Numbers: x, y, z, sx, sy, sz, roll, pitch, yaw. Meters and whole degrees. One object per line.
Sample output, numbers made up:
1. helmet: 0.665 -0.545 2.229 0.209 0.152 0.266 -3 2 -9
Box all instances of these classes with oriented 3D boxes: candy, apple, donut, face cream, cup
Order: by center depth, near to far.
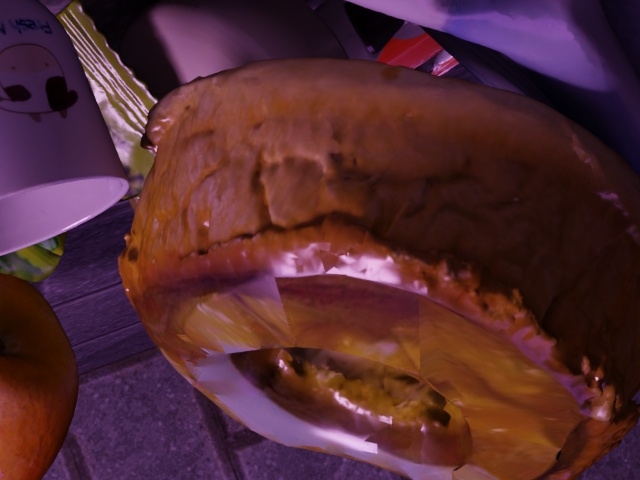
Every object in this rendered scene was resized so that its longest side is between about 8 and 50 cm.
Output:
1. face cream: 0.084 -0.132 0.728 0.137 0.235 0.420 -51 149 4
2. cup: -0.208 -0.066 0.742 0.174 0.141 0.134 -19 173 -21
3. donut: 0.037 0.037 0.763 0.330 0.159 0.330 16 161 6
4. candy: -0.185 -0.059 0.958 0.246 0.149 0.069 -24 -150 45
5. apple: -0.364 0.137 1.302 0.233 0.286 0.286 -31 170 17

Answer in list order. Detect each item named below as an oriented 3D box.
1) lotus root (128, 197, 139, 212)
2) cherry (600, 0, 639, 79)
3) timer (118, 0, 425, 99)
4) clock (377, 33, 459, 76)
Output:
1. lotus root: -0.128 -0.046 1.167 0.070 0.144 0.143 -29 -178 -8
2. cherry: 0.241 -0.198 0.788 0.255 0.218 0.296 -40 161 14
3. timer: 0.009 -0.133 0.982 0.266 0.175 0.175 -36 -177 -37
4. clock: 0.103 -0.177 1.151 0.155 0.061 0.113 -29 176 21
